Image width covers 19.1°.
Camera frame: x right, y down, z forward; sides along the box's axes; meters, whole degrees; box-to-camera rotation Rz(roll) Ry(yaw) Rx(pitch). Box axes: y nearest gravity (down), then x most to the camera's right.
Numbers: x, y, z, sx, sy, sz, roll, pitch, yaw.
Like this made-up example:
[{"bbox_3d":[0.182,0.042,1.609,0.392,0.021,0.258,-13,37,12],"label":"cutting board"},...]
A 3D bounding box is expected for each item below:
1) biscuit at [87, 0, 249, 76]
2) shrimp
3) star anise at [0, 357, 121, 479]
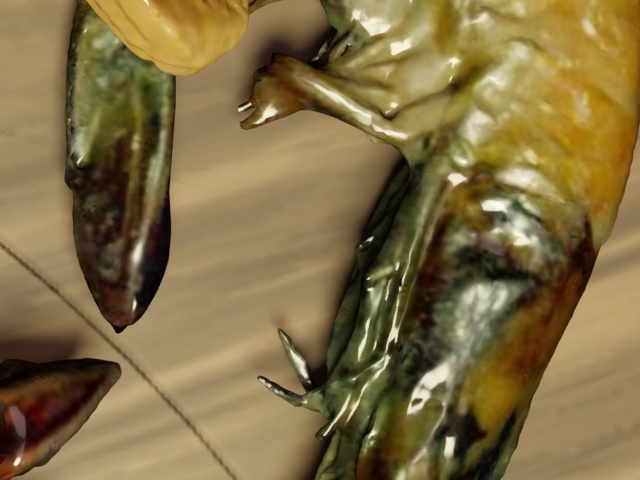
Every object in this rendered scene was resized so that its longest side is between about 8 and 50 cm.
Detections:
[{"bbox_3d":[-0.074,-0.241,0.777,0.269,0.051,0.376,17,61,-45],"label":"biscuit"},{"bbox_3d":[0.000,0.000,0.847,0.272,0.085,0.445,16,79,-12],"label":"shrimp"},{"bbox_3d":[-0.196,0.113,0.749,0.212,0.129,0.282,16,80,-21],"label":"star anise"}]
